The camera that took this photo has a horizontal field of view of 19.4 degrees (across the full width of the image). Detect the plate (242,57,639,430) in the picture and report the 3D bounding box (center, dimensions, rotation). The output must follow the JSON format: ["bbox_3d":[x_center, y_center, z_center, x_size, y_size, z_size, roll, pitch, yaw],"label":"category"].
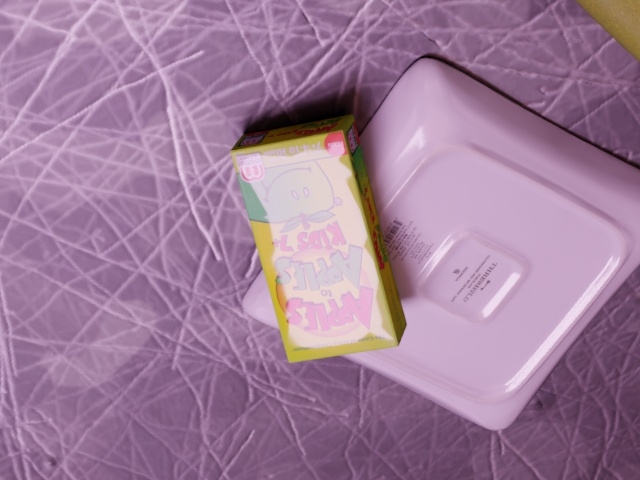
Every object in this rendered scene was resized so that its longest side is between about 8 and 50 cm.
[{"bbox_3d":[0.120,0.021,1.527,0.278,0.045,0.277,26,116,-21],"label":"plate"}]

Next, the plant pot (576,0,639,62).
[{"bbox_3d":[0.194,-0.290,1.229,0.293,0.275,0.275,32,114,-9],"label":"plant pot"}]

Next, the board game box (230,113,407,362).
[{"bbox_3d":[0.000,0.000,1.459,0.092,0.043,0.181,-10,109,15],"label":"board game box"}]
